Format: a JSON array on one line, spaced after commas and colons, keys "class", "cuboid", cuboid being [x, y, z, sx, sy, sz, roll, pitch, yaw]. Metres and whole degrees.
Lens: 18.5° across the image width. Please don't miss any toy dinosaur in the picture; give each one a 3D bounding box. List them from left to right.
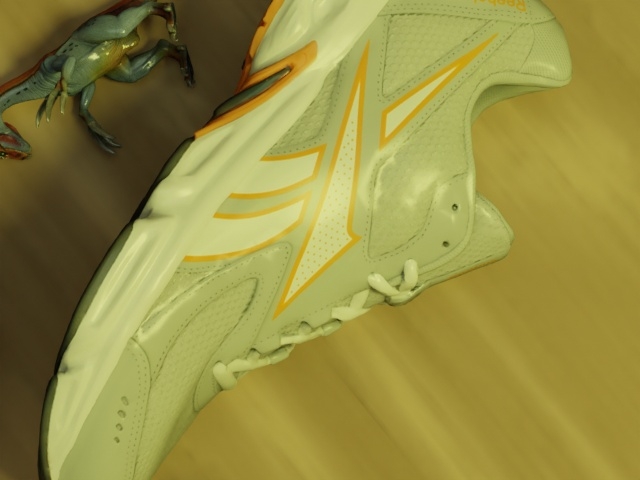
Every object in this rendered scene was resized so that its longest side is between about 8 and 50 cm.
[{"class": "toy dinosaur", "cuboid": [-0.091, -0.063, 0.747, 0.082, 0.047, 0.090, -12, 47, 5]}]

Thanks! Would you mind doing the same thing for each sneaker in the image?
[{"class": "sneaker", "cuboid": [0.000, 0.000, 0.702, 0.121, 0.099, 0.262, 33, 82, -1]}]
